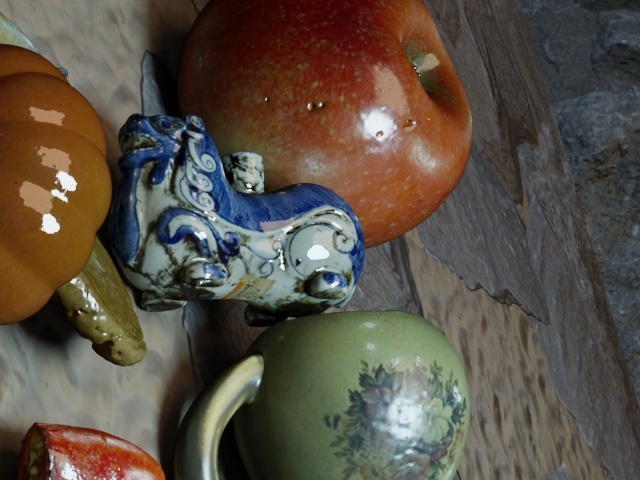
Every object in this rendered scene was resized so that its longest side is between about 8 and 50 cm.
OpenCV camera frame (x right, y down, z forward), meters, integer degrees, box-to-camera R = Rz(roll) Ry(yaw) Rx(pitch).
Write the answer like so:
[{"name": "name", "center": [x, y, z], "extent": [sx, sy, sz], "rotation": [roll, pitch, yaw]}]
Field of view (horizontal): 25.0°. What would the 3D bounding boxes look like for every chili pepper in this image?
[{"name": "chili pepper", "center": [-0.173, 0.203, 1.183], "extent": [0.192, 0.086, 0.084], "rotation": [20, 22, -50]}]

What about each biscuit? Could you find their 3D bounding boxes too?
[{"name": "biscuit", "center": [-0.218, 0.011, 1.234], "extent": [0.226, 0.042, 0.226], "rotation": [58, 0, 1]}]

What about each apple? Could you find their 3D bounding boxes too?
[{"name": "apple", "center": [0.009, -0.157, 1.674], "extent": [0.348, 0.277, 0.348], "rotation": [44, 35, -43]}]

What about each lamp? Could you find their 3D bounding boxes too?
[{"name": "lamp", "center": [-0.258, -0.039, 1.038], "extent": [0.196, 0.223, 0.223], "rotation": [55, 22, -63]}]

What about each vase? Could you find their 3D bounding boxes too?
[{"name": "vase", "center": [-0.002, 0.227, 1.430], "extent": [0.329, 0.241, 0.302], "rotation": [5, 77, -35]}]

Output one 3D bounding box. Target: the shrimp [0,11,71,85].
[{"name": "shrimp", "center": [-0.277, -0.137, 1.240], "extent": [0.317, 0.077, 0.168], "rotation": [42, 14, -47]}]

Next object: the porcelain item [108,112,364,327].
[{"name": "porcelain item", "center": [-0.086, -0.018, 1.451], "extent": [0.288, 0.138, 0.186], "rotation": [9, 66, -36]}]
